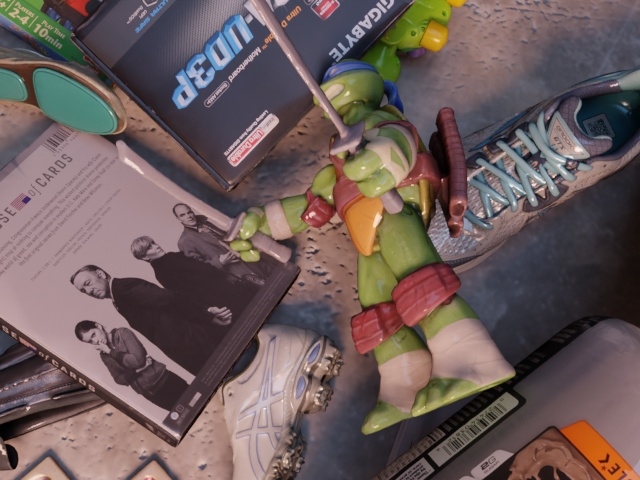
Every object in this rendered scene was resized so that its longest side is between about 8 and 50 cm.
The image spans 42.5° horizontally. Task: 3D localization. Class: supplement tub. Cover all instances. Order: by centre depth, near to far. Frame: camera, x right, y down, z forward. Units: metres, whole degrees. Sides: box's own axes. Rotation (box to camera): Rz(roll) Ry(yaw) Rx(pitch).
[{"bbox_3d":[0.121,0.224,0.548,0.338,0.207,0.207,-37,84,-5],"label":"supplement tub"}]

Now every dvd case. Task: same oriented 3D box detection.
[{"bbox_3d":[-0.158,0.021,0.639,0.238,0.029,0.179,33,54,4],"label":"dvd case"}]

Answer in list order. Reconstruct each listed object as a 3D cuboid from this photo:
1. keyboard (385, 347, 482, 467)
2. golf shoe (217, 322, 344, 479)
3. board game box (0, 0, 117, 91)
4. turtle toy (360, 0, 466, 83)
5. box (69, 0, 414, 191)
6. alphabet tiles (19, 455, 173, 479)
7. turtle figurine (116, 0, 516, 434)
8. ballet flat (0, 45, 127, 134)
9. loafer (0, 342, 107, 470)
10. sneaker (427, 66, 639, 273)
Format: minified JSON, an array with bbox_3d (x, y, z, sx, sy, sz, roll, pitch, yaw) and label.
[{"bbox_3d":[0.079,0.218,0.670,0.072,0.014,0.256,24,76,-7],"label":"keyboard"},{"bbox_3d":[-0.050,0.148,0.650,0.086,0.069,0.176,19,69,15],"label":"golf shoe"},{"bbox_3d":[-0.190,-0.254,0.726,0.160,0.039,0.211,34,75,1],"label":"board game box"},{"bbox_3d":[0.068,-0.194,0.731,0.095,0.066,0.130,26,76,1],"label":"turtle toy"},{"bbox_3d":[-0.060,-0.176,0.664,0.175,0.051,0.220,45,91,-5],"label":"box"},{"bbox_3d":[-0.160,0.348,0.609,0.285,0.011,0.342,-41,85,-13],"label":"alphabet tiles"},{"bbox_3d":[0.000,0.000,0.566,0.198,0.274,0.266,-29,74,29],"label":"turtle figurine"},{"bbox_3d":[-0.222,-0.132,0.669,0.168,0.057,0.052,18,45,14],"label":"ballet flat"},{"bbox_3d":[-0.252,0.138,0.610,0.223,0.076,0.078,-28,75,-16],"label":"loafer"},{"bbox_3d":[0.171,-0.070,0.687,0.283,0.122,0.110,-32,84,-12],"label":"sneaker"}]
